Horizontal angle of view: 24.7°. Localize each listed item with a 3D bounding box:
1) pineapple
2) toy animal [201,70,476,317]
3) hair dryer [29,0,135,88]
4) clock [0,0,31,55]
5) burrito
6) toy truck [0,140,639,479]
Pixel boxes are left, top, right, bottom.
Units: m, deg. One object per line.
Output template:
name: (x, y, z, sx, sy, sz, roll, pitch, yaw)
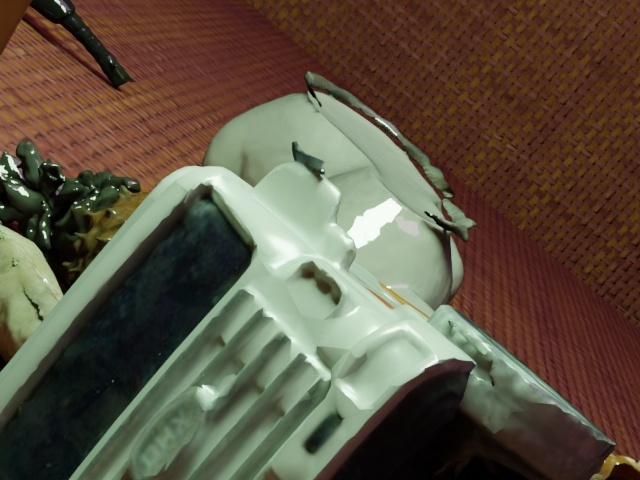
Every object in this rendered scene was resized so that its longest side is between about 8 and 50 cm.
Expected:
pineapple: (-0.107, 0.007, 0.781, 0.198, 0.108, 0.108, 31, 5, 31)
toy animal: (0.005, 0.002, 1.012, 0.208, 0.154, 0.325, 32, 17, -7)
hair dryer: (-0.299, -0.263, 1.289, 0.359, 0.120, 0.304, 47, -6, -19)
clock: (-0.207, -0.157, 0.330, 0.317, 0.200, 0.244, 17, 26, -21)
burrito: (-0.131, 0.043, 0.677, 0.149, 0.041, 0.055, 49, 1, 38)
toy truck: (0.037, 0.113, 0.582, 0.207, 0.173, 0.387, 42, 3, 38)
